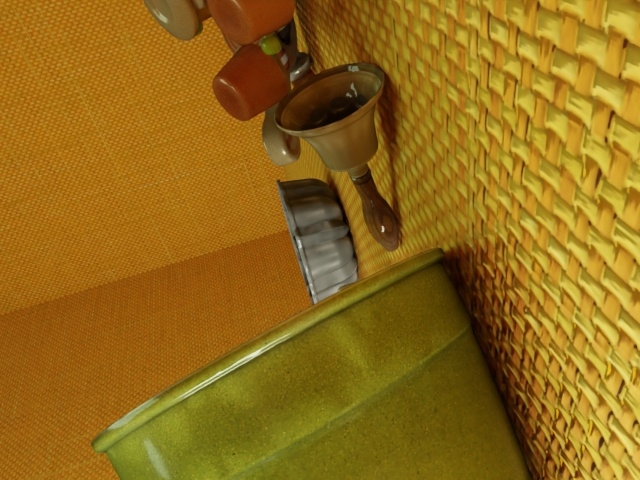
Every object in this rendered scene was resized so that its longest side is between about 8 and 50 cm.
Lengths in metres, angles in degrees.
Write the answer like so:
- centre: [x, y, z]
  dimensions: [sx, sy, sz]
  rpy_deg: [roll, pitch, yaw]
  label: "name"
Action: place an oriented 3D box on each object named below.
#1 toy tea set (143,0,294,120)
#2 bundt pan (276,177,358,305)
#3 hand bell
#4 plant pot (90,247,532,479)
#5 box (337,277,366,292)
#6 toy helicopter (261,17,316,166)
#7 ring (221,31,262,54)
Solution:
- centre: [-0.083, -0.273, 0.494]
  dimensions: [0.200, 0.124, 0.336]
  rpy_deg: [39, 158, 9]
  label: "toy tea set"
- centre: [0.000, 0.000, 1.200]
  dimensions: [0.331, 0.124, 0.331]
  rpy_deg: [163, 90, -86]
  label: "bundt pan"
- centre: [0.052, -0.074, 0.622]
  dimensions: [0.242, 0.126, 0.126]
  rpy_deg: [61, -176, -40]
  label: "hand bell"
- centre: [0.046, 0.250, 0.472]
  dimensions: [0.353, 0.366, 0.366]
  rpy_deg: [60, 173, 12]
  label: "plant pot"
- centre: [0.109, 0.196, 0.771]
  dimensions: [0.113, 0.094, 0.275]
  rpy_deg: [82, 170, -64]
  label: "box"
- centre: [-0.075, -0.295, 0.891]
  dimensions: [0.235, 0.140, 0.355]
  rpy_deg: [22, -121, -67]
  label: "toy helicopter"
- centre: [-0.105, -0.405, 0.656]
  dimensions: [0.336, 0.032, 0.337]
  rpy_deg: [167, 90, -69]
  label: "ring"
